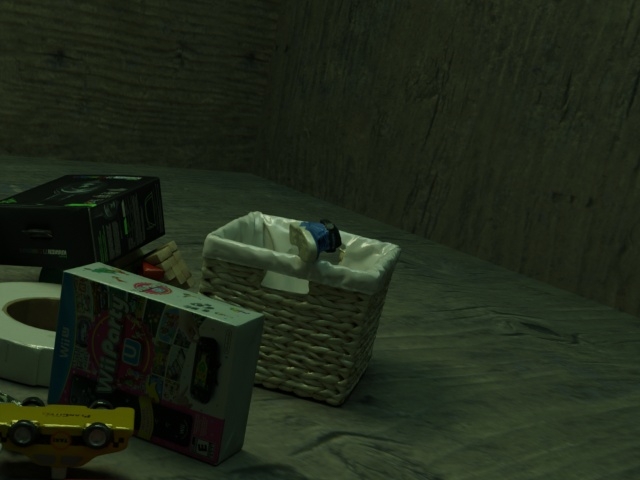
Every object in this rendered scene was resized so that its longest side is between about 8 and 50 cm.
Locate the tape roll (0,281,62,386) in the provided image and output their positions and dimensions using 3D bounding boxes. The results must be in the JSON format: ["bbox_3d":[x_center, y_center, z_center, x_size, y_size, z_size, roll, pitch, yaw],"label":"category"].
[{"bbox_3d":[-0.463,0.163,1.854,0.392,0.072,0.392,11,12,-2],"label":"tape roll"}]

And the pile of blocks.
[{"bbox_3d":[-0.446,0.073,2.232,0.362,0.148,0.113,7,27,31],"label":"pile of blocks"}]

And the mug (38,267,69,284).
[{"bbox_3d":[-0.518,0.083,2.128,0.158,0.097,0.129,17,13,27],"label":"mug"}]

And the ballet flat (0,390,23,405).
[{"bbox_3d":[-0.477,0.240,1.483,0.188,0.070,0.070,14,11,31],"label":"ballet flat"}]

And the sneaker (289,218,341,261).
[{"bbox_3d":[0.000,-0.001,1.810,0.085,0.058,0.152,-3,11,-12],"label":"sneaker"}]

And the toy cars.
[{"bbox_3d":[-0.411,0.276,1.312,0.176,0.087,0.394,14,13,39],"label":"toy cars"}]

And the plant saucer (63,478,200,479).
[{"bbox_3d":[-0.194,0.350,1.238,0.259,0.047,0.258,7,12,-24],"label":"plant saucer"}]

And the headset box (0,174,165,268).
[{"bbox_3d":[-0.494,-0.039,2.112,0.246,0.131,0.283,3,17,23],"label":"headset box"}]

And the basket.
[{"bbox_3d":[-0.045,0.119,1.982,0.328,0.266,0.331,13,10,10],"label":"basket"}]

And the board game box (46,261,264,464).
[{"bbox_3d":[-0.252,0.181,1.577,0.303,0.224,0.097,15,14,22],"label":"board game box"}]
